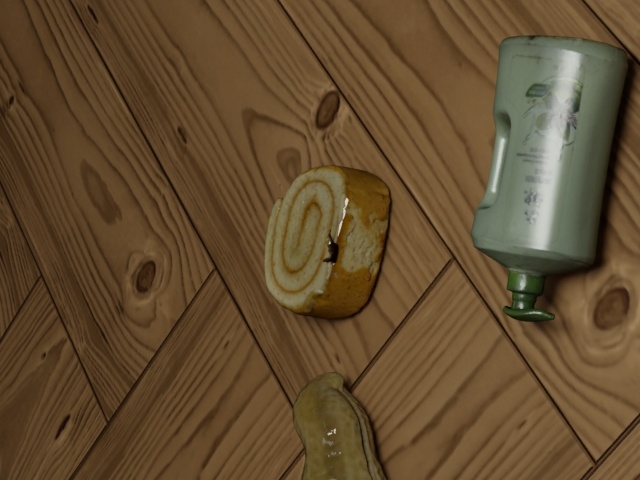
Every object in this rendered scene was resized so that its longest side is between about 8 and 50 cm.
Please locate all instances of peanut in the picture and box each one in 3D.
[{"bbox_3d":[0.015,0.204,1.483,0.080,0.080,0.174,-40,51,37],"label":"peanut"}]

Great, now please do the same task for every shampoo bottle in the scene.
[{"bbox_3d":[0.185,-0.049,1.329,0.118,0.087,0.234,8,88,46],"label":"shampoo bottle"}]

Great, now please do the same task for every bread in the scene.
[{"bbox_3d":[0.000,0.000,1.541,0.122,0.073,0.149,12,91,51],"label":"bread"}]
